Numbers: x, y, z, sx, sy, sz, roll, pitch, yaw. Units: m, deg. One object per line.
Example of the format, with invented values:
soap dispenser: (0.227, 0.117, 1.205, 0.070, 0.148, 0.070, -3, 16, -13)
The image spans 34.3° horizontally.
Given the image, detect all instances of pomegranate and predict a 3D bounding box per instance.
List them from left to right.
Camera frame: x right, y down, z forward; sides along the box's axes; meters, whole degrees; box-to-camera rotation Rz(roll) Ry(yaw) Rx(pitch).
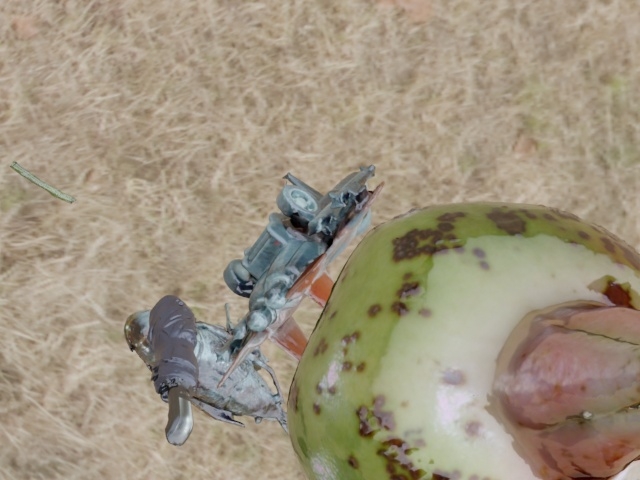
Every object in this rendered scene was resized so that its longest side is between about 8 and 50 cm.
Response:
pomegranate: (0.102, 0.072, 0.506, 0.214, 0.248, 0.214, 5, 76, -19)

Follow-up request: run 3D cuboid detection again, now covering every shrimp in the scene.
shrimp: (-0.145, 0.192, 1.621, 0.372, 0.137, 0.172, 36, 77, -40)

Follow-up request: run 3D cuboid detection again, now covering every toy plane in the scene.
toy plane: (-0.006, -0.004, 0.896, 0.104, 0.326, 0.223, 33, 119, -10)

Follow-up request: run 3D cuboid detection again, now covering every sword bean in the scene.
sword bean: (-0.305, -0.062, 1.141, 0.083, 0.012, 0.012, 35, 74, -31)

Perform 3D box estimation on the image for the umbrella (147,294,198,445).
umbrella: (-0.172, 0.157, 1.266, 0.070, 0.248, 0.071, -7, 122, -11)
